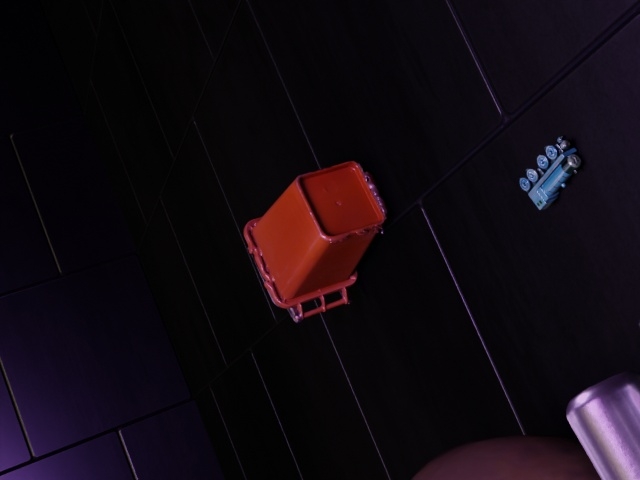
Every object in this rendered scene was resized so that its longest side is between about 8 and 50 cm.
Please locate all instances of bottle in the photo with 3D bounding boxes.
[{"bbox_3d":[0.308,0.233,0.778,0.096,0.079,0.254,-40,66,34],"label":"bottle"}]

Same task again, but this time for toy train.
[{"bbox_3d":[0.247,-0.072,0.978,0.045,0.029,0.092,55,152,16],"label":"toy train"}]

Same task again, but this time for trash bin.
[{"bbox_3d":[0.000,0.000,1.417,0.185,0.161,0.239,65,152,14],"label":"trash bin"}]

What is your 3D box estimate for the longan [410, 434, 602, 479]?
[{"bbox_3d":[0.239,0.380,0.960,0.404,0.336,0.404,31,164,10],"label":"longan"}]
